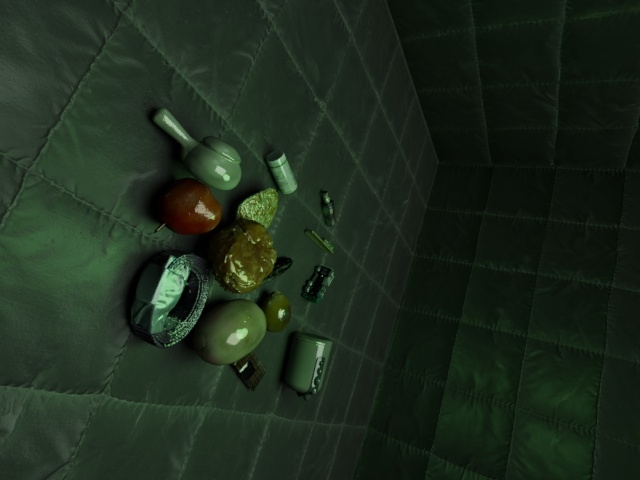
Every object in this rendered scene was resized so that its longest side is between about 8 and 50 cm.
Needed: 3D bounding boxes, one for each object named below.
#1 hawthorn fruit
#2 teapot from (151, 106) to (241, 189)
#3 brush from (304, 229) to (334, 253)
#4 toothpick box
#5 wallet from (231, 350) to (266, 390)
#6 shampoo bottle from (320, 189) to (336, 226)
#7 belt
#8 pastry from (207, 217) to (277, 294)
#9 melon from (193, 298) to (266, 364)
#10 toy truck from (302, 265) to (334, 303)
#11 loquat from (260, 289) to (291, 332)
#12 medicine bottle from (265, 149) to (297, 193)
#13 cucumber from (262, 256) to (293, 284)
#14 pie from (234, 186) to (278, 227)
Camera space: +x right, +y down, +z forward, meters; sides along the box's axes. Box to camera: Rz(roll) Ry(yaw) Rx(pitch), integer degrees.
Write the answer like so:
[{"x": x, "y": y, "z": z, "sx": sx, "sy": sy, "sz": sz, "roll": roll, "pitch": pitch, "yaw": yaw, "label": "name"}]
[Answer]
[{"x": -0.446, "y": -0.092, "z": 1.327, "sx": 0.225, "sy": 0.196, "sz": 0.197, "roll": -39, "pitch": 131, "yaw": -29, "label": "hawthorn fruit"}, {"x": -0.393, "y": -0.285, "z": 1.342, "sx": 0.149, "sy": 0.220, "sz": 0.318, "roll": -56, "pitch": 145, "yaw": 9, "label": "teapot"}, {"x": 0.000, "y": 0.000, "z": 2.212, "sx": 0.282, "sy": 0.054, "sz": 0.048, "roll": 42, "pitch": 53, "yaw": -55, "label": "brush"}, {"x": -0.064, "y": 0.649, "z": 2.100, "sx": 0.229, "sy": 0.228, "sz": 0.317, "roll": 25, "pitch": 77, "yaw": -58, "label": "toothpick box"}, {"x": -0.319, "y": 0.569, "z": 1.835, "sx": 0.124, "sy": 0.042, "sz": 0.230, "roll": -59, "pitch": 145, "yaw": -37, "label": "wallet"}, {"x": 0.041, "y": -0.177, "z": 2.231, "sx": 0.057, "sy": 0.063, "sz": 0.208, "roll": -40, "pitch": 133, "yaw": -35, "label": "shampoo bottle"}, {"x": -0.498, "y": 0.190, "z": 1.366, "sx": 0.325, "sy": 0.122, "sz": 0.260, "roll": -70, "pitch": 155, "yaw": -15, "label": "belt"}, {"x": -0.302, "y": 0.061, "z": 1.527, "sx": 0.311, "sy": 0.161, "sz": 0.255, "roll": -44, "pitch": 114, "yaw": -55, "label": "pastry"}, {"x": -0.342, "y": 0.346, "z": 1.568, "sx": 0.316, "sy": 0.222, "sz": 0.224, "roll": -26, "pitch": 119, "yaw": -55, "label": "melon"}, {"x": -0.007, "y": 0.249, "z": 2.220, "sx": 0.216, "sy": 0.110, "sz": 0.116, "roll": -59, "pitch": 155, "yaw": -34, "label": "toy truck"}, {"x": -0.206, "y": 0.324, "z": 1.865, "sx": 0.152, "sy": 0.151, "sz": 0.196, "roll": -10, "pitch": 114, "yaw": -58, "label": "loquat"}, {"x": -0.171, "y": -0.302, "z": 1.815, "sx": 0.086, "sy": 0.085, "sz": 0.184, "roll": -58, "pitch": 142, "yaw": -34, "label": "medicine bottle"}, {"x": -0.213, "y": 0.134, "z": 1.869, "sx": 0.303, "sy": 0.081, "sz": 0.072, "roll": -27, "pitch": 91, "yaw": -54, "label": "cucumber"}, {"x": -0.270, "y": -0.115, "z": 1.699, "sx": 0.248, "sy": 0.089, "sz": 0.201, "roll": -37, "pitch": 138, "yaw": -50, "label": "pie"}]
